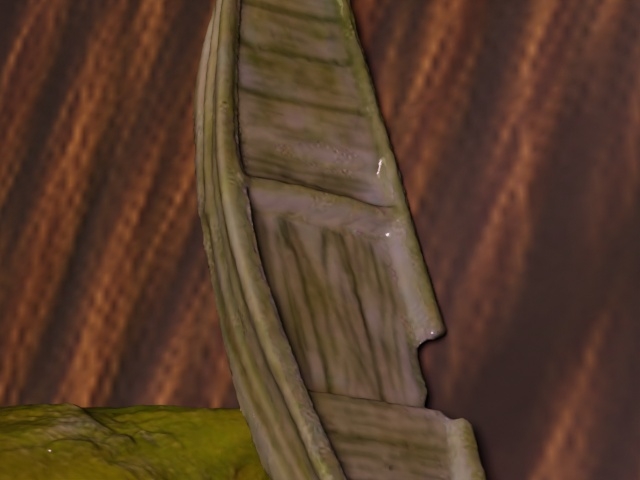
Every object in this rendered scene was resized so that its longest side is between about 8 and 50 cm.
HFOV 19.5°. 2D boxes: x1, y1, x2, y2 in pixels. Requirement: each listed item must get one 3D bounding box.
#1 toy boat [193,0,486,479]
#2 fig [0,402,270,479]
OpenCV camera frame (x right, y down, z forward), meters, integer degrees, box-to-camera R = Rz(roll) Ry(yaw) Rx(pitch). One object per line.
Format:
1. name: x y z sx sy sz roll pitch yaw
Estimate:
1. toy boat: 0.000 0.000 0.718 0.055 0.093 0.293 -44 46 40
2. fig: -0.093 0.135 0.693 0.203 0.203 0.235 15 43 36
